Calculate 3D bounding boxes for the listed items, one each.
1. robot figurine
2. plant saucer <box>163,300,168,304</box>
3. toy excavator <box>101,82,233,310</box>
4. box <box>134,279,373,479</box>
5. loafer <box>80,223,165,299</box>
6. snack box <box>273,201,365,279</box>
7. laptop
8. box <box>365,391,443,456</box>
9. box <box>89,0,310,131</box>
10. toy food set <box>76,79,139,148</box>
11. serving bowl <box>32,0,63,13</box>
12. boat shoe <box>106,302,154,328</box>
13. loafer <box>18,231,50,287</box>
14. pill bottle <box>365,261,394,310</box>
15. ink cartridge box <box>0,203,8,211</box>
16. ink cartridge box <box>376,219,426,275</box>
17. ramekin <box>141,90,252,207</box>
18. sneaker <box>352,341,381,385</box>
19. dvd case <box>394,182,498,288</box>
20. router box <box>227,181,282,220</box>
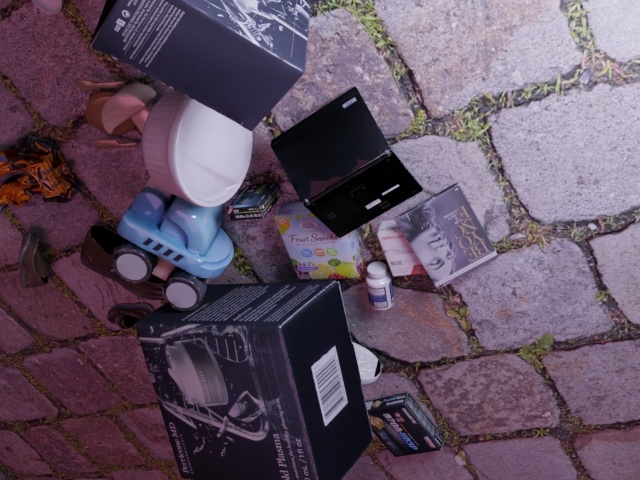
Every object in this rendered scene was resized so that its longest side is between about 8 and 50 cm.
[{"bbox_3d":[-0.802,-0.174,1.938,0.290,0.085,0.211,-4,127,25],"label":"robot figurine"},{"bbox_3d":[-0.397,0.240,2.151,0.188,0.045,0.188,15,132,10],"label":"plant saucer"},{"bbox_3d":[-0.377,-0.113,1.760,0.432,0.222,0.445,30,121,-8],"label":"toy excavator"},{"bbox_3d":[-0.168,0.375,1.868,0.471,0.297,0.480,-3,107,33],"label":"box"},{"bbox_3d":[-0.522,0.055,1.972,0.365,0.134,0.130,17,128,16],"label":"loafer"},{"bbox_3d":[0.000,0.000,1.774,0.174,0.070,0.207,-4,125,25],"label":"snack box"},{"bbox_3d":[0.061,-0.165,1.598,0.234,0.137,0.264,-30,140,17],"label":"laptop"},{"bbox_3d":[0.246,0.565,2.163,0.175,0.051,0.220,-21,118,34],"label":"box"},{"bbox_3d":[-0.191,-0.426,1.253,0.312,0.344,0.179,25,138,-28],"label":"box"},{"bbox_3d":[-0.513,-0.315,1.734,0.132,0.039,0.192,0,132,1],"label":"toy food set"},{"bbox_3d":[-0.607,-0.551,1.582,0.083,0.027,0.083,12,131,13],"label":"serving bowl"},{"bbox_3d":[-0.609,0.240,2.222,0.183,0.066,0.066,-14,121,31],"label":"boat shoe"},{"bbox_3d":[-0.873,0.061,2.176,0.087,0.095,0.251,7,145,-16],"label":"loafer"},{"bbox_3d":[0.151,0.115,1.811,0.067,0.067,0.120,3,129,19],"label":"pill bottle"},{"bbox_3d":[-0.994,-0.187,1.950,0.065,0.165,0.333,5,129,18],"label":"ink cartridge box"},{"bbox_3d":[0.206,0.015,1.712,0.099,0.056,0.135,-7,125,25],"label":"ink cartridge box"},{"bbox_3d":[-0.279,-0.215,1.582,0.127,0.273,0.273,10,132,29],"label":"ramekin"},{"bbox_3d":[0.017,0.401,2.073,0.322,0.130,0.236,10,136,12],"label":"sneaker"},{"bbox_3d":[0.294,-0.006,1.643,0.164,0.018,0.221,-29,116,11],"label":"dvd case"},{"bbox_3d":[-0.159,-0.095,1.721,0.092,0.122,0.038,-3,121,24],"label":"router box"}]
